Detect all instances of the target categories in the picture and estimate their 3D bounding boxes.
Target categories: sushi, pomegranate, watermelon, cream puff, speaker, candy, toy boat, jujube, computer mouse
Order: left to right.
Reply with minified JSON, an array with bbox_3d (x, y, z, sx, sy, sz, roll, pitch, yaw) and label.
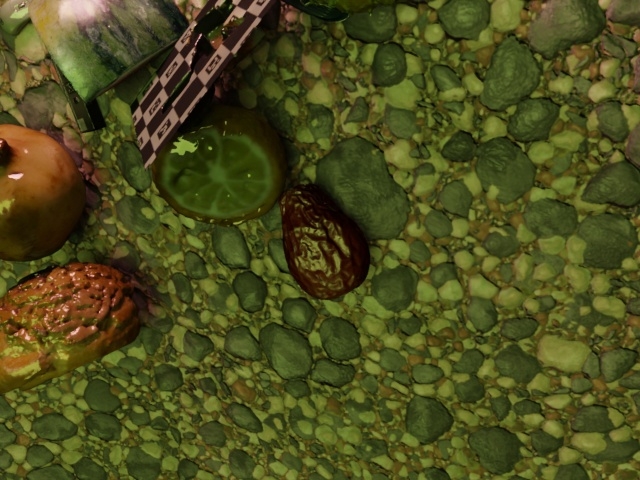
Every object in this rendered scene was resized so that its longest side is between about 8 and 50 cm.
[{"bbox_3d":[-0.655,-0.093,1.140,0.307,0.307,0.308,5,109,13],"label":"pomegranate"},{"bbox_3d":[-0.644,-0.479,1.130,0.110,0.032,0.056,-27,100,21],"label":"computer mouse"},{"bbox_3d":[-0.570,0.173,1.168,0.327,0.342,0.231,-20,93,45],"label":"cream puff"},{"bbox_3d":[-0.520,-0.328,1.141,0.040,0.046,0.191,-12,104,19],"label":"speaker"},{"bbox_3d":[-0.410,-0.396,1.056,0.261,0.201,0.213,-38,96,-21],"label":"watermelon"},{"bbox_3d":[-0.184,-0.302,0.910,0.064,0.343,0.359,35,100,-35],"label":"sushi"},{"bbox_3d":[-0.190,-0.139,1.031,0.259,0.118,0.260,-3,139,-3],"label":"candy"},{"bbox_3d":[-0.012,-0.436,0.966,0.141,0.060,0.055,25,113,-2],"label":"toy boat"},{"bbox_3d":[0.000,0.000,1.055,0.168,0.168,0.237,-26,95,21],"label":"jujube"}]

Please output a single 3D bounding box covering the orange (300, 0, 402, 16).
[{"bbox_3d":[0.064,-0.511,0.828,0.300,0.223,0.301,-19,124,33],"label":"orange"}]
